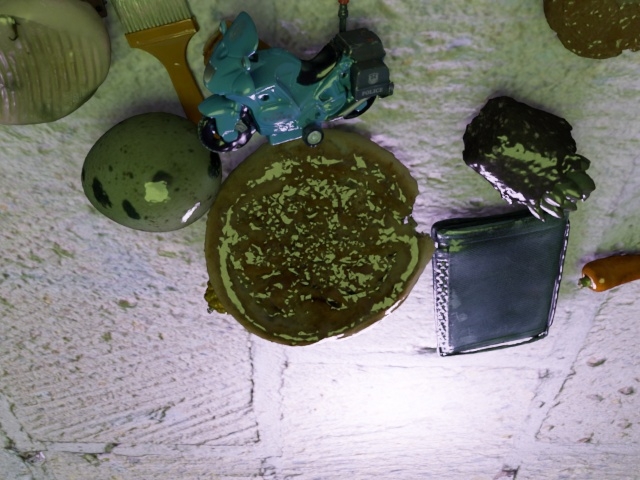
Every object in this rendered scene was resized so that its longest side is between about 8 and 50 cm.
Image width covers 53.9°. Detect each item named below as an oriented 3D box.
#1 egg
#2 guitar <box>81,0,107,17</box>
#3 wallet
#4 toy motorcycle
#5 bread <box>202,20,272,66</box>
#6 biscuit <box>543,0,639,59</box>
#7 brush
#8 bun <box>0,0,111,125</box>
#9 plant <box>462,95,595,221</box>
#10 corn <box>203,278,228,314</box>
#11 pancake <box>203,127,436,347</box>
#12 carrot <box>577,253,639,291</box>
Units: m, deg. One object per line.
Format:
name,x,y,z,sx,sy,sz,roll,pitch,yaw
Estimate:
egg,-0.256,-0.099,0.936,0.228,0.177,0.177,-4,135,23
guitar,-0.301,-0.391,0.746,0.084,0.038,0.271,3,140,5
wallet,0.326,0.076,1.167,0.237,0.075,0.342,-9,131,2
toy motorcycle,-0.035,-0.213,0.814,0.272,0.123,0.182,-17,138,-14
bread,-0.097,-0.243,0.876,0.132,0.053,0.074,26,129,-26
biscuit,0.387,-0.333,0.785,0.226,0.042,0.225,0,133,0
brush,-0.200,-0.236,0.913,0.103,0.013,0.272,-9,134,10
bun,-0.391,-0.247,0.816,0.237,0.116,0.210,-12,156,-7
plant,0.312,-0.123,0.933,0.195,0.132,0.129,29,131,-19
corn,-0.063,0.058,1.136,0.313,0.102,0.102,-18,131,16
pancake,0.000,0.000,1.015,0.382,0.071,0.382,-1,111,-2
carrot,0.592,0.043,1.144,0.257,0.061,0.061,-14,133,2
